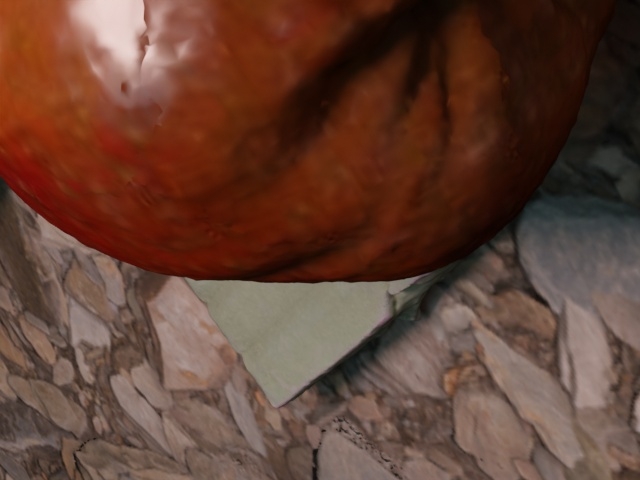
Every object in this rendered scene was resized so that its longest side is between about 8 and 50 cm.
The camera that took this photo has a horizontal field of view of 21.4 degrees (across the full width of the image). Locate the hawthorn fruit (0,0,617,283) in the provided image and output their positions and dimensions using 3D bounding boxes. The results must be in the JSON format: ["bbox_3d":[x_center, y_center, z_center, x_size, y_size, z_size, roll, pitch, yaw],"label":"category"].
[{"bbox_3d":[-0.016,-0.096,0.653,0.258,0.258,0.262,49,158,10],"label":"hawthorn fruit"}]

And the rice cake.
[{"bbox_3d":[0.000,0.000,0.877,0.127,0.043,0.237,53,146,5],"label":"rice cake"}]
